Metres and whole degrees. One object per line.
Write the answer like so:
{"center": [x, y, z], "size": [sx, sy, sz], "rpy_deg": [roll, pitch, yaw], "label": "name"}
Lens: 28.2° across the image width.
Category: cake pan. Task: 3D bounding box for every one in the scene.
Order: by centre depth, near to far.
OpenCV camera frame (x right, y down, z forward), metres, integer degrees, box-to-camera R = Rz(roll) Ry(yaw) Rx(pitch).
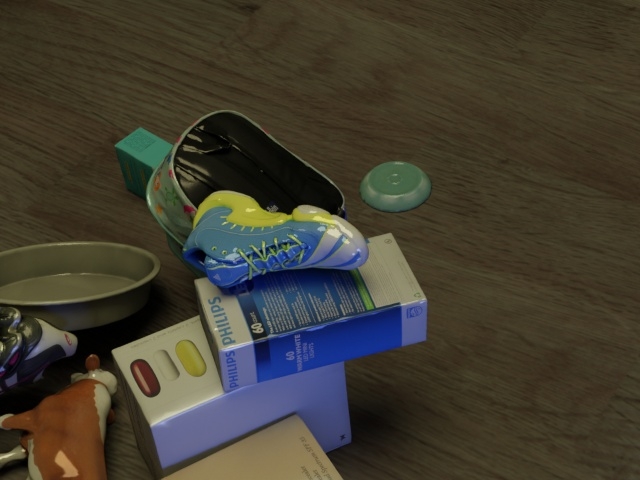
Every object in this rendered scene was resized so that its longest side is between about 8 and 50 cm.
{"center": [-0.379, 0.066, 1.866], "size": [0.293, 0.054, 0.293], "rpy_deg": [-1, 17, 0], "label": "cake pan"}

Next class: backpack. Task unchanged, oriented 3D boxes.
{"center": [-0.121, -0.051, 1.838], "size": [0.253, 0.191, 0.225], "rpy_deg": [43, 49, -9], "label": "backpack"}

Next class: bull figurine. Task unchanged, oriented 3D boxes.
{"center": [-0.354, 0.284, 1.681], "size": [0.188, 0.101, 0.310], "rpy_deg": [-14, 42, -2], "label": "bull figurine"}

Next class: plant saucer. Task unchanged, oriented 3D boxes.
{"center": [0.122, -0.094, 2.071], "size": [0.119, 0.021, 0.119], "rpy_deg": [-3, 43, 3], "label": "plant saucer"}

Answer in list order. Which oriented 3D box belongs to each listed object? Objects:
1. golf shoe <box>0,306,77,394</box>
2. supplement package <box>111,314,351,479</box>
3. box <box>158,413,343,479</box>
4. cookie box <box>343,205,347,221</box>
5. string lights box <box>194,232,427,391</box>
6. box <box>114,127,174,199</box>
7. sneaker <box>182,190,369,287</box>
{"center": [-0.446, 0.182, 1.751], "size": [0.120, 0.272, 0.105], "rpy_deg": [14, 59, -39], "label": "golf shoe"}
{"center": [-0.110, 0.205, 1.655], "size": [0.261, 0.204, 0.145], "rpy_deg": [-22, 46, -16], "label": "supplement package"}
{"center": [-0.127, 0.358, 1.557], "size": [0.311, 0.121, 0.148], "rpy_deg": [-25, 47, -18], "label": "box"}
{"center": [0.000, 0.000, 1.974], "size": [0.091, 0.040, 0.107], "rpy_deg": [-7, 44, -1], "label": "cookie box"}
{"center": [-0.013, 0.085, 1.567], "size": [0.259, 0.077, 0.133], "rpy_deg": [-13, 42, -10], "label": "string lights box"}
{"center": [-0.222, -0.086, 2.050], "size": [0.244, 0.101, 0.060], "rpy_deg": [30, 56, 33], "label": "box"}
{"center": [-0.063, 0.019, 1.534], "size": [0.240, 0.091, 0.126], "rpy_deg": [13, 52, 32], "label": "sneaker"}
